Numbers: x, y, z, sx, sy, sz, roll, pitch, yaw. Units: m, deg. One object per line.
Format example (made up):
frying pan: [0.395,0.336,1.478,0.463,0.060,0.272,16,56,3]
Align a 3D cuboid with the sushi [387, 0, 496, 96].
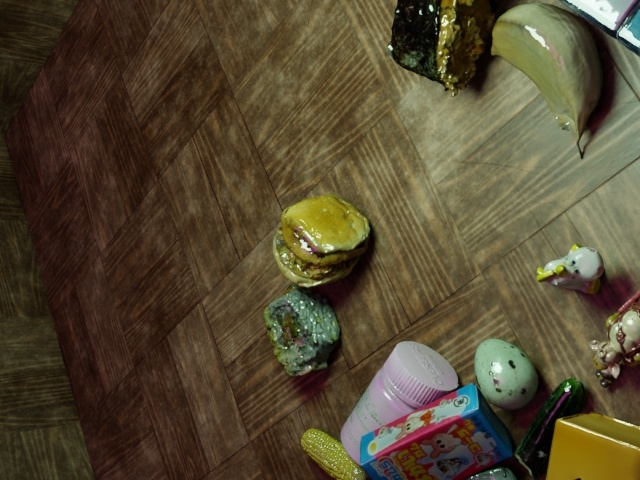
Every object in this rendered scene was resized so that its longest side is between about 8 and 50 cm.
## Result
sushi: [0.294,-0.524,1.739,0.207,0.234,0.348,35,136,37]

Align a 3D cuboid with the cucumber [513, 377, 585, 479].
cucumber: [0.481,0.387,1.634,0.074,0.074,0.241,39,113,40]

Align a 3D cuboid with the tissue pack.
tissue pack: [0.549,0.495,1.508,0.194,0.145,0.274,14,99,44]

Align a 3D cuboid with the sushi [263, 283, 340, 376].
sushi: [-0.059,0.233,2.146,0.184,0.139,0.274,-40,68,36]

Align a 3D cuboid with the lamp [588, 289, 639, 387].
lamp: [0.593,0.187,1.492,0.253,0.118,0.118,-53,54,30]

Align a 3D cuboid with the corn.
corn: [0.046,0.582,2.068,0.260,0.091,0.091,27,91,47]

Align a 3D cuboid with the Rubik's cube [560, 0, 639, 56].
Rubik's cube: [0.651,-0.442,1.300,0.318,0.313,0.316,52,124,32]

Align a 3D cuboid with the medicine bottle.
medicine bottle: [0.185,0.401,1.862,0.178,0.178,0.290,47,121,36]

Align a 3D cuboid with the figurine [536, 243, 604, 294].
figurine: [0.497,0.062,1.554,0.130,0.178,0.109,-13,84,17]

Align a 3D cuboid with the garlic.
garlic: [0.493,-0.359,1.617,0.338,0.151,0.196,56,154,22]

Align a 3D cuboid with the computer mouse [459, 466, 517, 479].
computer mouse: [0.322,0.617,1.756,0.371,0.122,0.188,-25,64,39]

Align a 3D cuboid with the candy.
candy: [0.251,0.458,1.730,0.306,0.100,0.157,-30,110,19]

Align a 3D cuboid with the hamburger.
hamburger: [0.000,0.000,2.041,0.244,0.244,0.163,51,145,34]

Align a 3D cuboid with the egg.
egg: [0.394,0.287,1.686,0.131,0.131,0.164,-60,38,26]
